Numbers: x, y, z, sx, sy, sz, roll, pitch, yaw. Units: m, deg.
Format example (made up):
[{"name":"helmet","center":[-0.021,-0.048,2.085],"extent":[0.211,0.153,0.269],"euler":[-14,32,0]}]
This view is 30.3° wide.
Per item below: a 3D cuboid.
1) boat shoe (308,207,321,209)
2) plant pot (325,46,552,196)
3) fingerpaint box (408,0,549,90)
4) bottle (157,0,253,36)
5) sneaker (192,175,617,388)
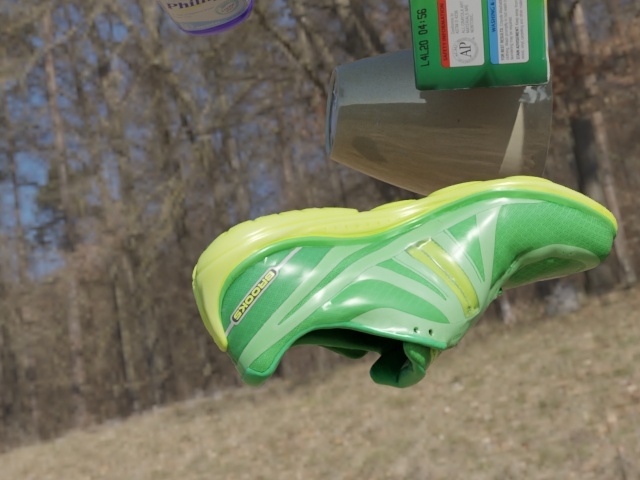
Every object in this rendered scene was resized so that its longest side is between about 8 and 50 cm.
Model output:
[{"name":"boat shoe","center":[0.000,0.000,1.543],"extent":[0.056,0.049,0.152],"euler":[-25,-35,-2]},{"name":"plant pot","center":[0.150,-0.166,1.638],"extent":[0.274,0.256,0.256],"euler":[3,-18,-6]},{"name":"fingerpaint box","center":[0.180,-0.445,1.404],"extent":[0.163,0.444,0.371],"euler":[-2,25,10]},{"name":"bottle","center":[-0.168,-0.352,1.491],"extent":[0.118,0.092,0.283],"euler":[-16,-15,6]},{"name":"sneaker","center":[0.064,0.035,0.791],"extent":[0.296,0.123,0.109],"euler":[-11,-17,-17]}]
